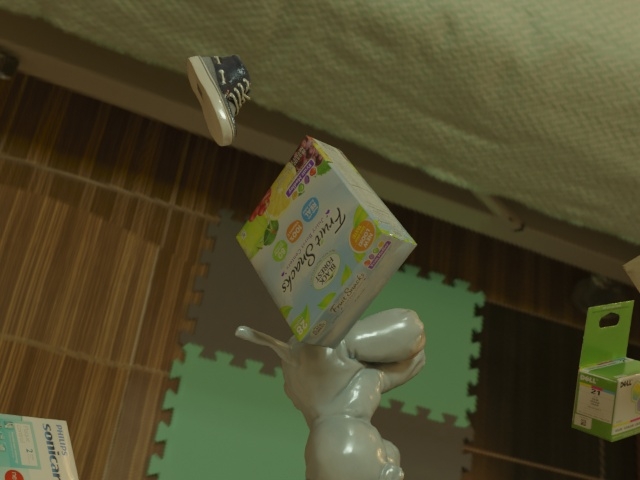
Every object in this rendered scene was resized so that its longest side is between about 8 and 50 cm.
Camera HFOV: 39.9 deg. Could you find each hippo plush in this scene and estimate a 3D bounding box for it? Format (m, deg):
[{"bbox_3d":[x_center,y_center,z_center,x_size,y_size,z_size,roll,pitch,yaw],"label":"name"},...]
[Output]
[{"bbox_3d":[0.057,0.234,1.205,0.234,0.294,0.236,-19,63,5],"label":"hippo plush"}]

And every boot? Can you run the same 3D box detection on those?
[{"bbox_3d":[-0.138,-0.221,1.337,0.086,0.069,0.190,-12,53,-18],"label":"boot"}]

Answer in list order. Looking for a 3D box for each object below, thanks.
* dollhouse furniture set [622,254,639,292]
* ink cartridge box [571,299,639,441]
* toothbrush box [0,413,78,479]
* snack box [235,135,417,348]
[{"bbox_3d":[0.698,0.081,1.421,0.286,0.303,0.198,33,27,-55],"label":"dollhouse furniture set"},{"bbox_3d":[0.620,0.263,1.811,0.189,0.097,0.255,-3,101,-41],"label":"ink cartridge box"},{"bbox_3d":[-0.511,0.372,1.292,0.296,0.126,0.216,22,33,-44],"label":"toothbrush box"},{"bbox_3d":[0.000,0.000,1.092,0.070,0.174,0.207,16,27,-43],"label":"snack box"}]
